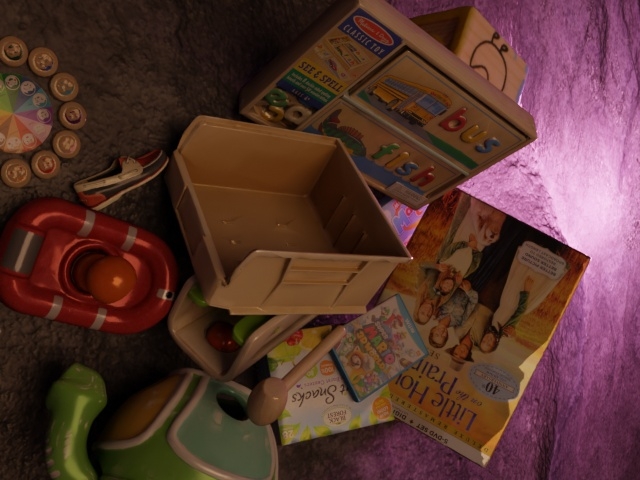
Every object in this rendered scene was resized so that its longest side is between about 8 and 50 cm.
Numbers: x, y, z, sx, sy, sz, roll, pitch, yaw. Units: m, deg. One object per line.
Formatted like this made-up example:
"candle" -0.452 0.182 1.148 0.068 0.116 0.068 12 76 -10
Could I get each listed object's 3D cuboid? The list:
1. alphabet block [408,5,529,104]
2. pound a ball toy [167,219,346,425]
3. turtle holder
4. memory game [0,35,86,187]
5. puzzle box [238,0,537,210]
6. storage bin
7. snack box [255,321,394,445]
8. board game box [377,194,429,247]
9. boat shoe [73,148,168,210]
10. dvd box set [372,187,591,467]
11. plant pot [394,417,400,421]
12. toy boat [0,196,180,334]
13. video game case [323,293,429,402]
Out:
"alphabet block" 0.228 -0.278 1.224 0.197 0.193 0.192 27 76 -39
"pound a ball toy" -0.067 0.122 0.969 0.319 0.208 0.136 -32 159 -52
"turtle holder" -0.211 0.294 0.919 0.320 0.243 0.227 17 62 -3
"memory game" -0.380 -0.157 0.834 0.186 0.012 0.186 -6 99 -41
"puzzle box" 0.114 -0.198 1.066 0.409 0.272 0.052 24 49 -34
"storage bin" -0.056 -0.035 0.942 0.260 0.262 0.123 4 134 -34
"snack box" 0.005 0.230 1.111 0.207 0.070 0.174 -4 78 -25
"board game box" 0.185 -0.010 1.319 0.160 0.039 0.211 -38 117 -30
"boat shoe" -0.268 -0.091 0.916 0.137 0.049 0.043 -37 121 -25
"dvd box set" 0.253 0.143 1.220 0.307 0.062 0.420 29 83 7
"plant pot" 0.202 0.246 1.319 0.237 0.109 0.237 -6 99 -41
"toy boat" -0.278 0.042 0.850 0.231 0.151 0.151 22 84 -40
"video game case" 0.096 0.175 1.122 0.166 0.015 0.119 -26 89 -32
